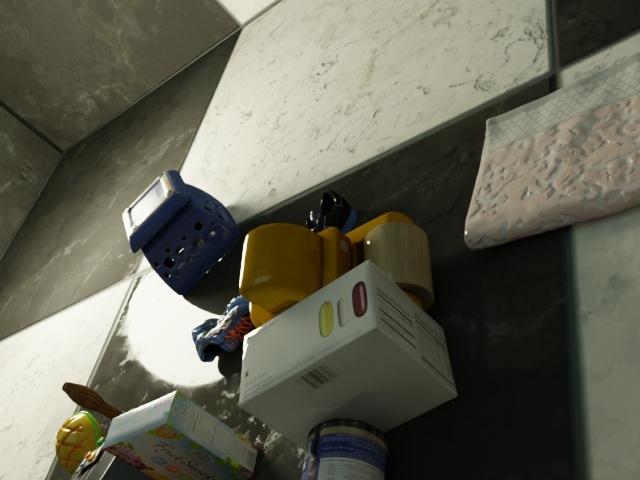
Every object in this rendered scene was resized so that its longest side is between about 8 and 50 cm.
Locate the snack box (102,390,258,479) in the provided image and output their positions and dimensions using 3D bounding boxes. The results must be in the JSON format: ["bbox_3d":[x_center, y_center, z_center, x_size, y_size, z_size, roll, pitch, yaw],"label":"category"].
[{"bbox_3d":[-0.243,0.364,1.291,0.174,0.207,0.070,-26,37,30],"label":"snack box"}]

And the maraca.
[{"bbox_3d":[-0.536,0.476,1.645,0.127,0.099,0.185,-33,59,26],"label":"maraca"}]

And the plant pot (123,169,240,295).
[{"bbox_3d":[-0.378,-0.036,1.922,0.236,0.212,0.236,-45,31,4],"label":"plant pot"}]

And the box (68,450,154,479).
[{"bbox_3d":[-0.430,0.508,1.385,0.184,0.103,0.261,-38,12,23],"label":"box"}]

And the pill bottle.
[{"bbox_3d":[0.029,0.372,1.024,0.123,0.123,0.219,-26,37,32],"label":"pill bottle"}]

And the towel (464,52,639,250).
[{"bbox_3d":[0.405,-0.147,1.226,0.332,0.053,0.317,-20,40,40],"label":"towel"}]

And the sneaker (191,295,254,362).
[{"bbox_3d":[-0.184,0.192,1.561,0.221,0.083,0.087,-36,45,28],"label":"sneaker"}]

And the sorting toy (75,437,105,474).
[{"bbox_3d":[-0.464,0.433,1.493,0.062,0.012,0.083,-38,12,14],"label":"sorting toy"}]

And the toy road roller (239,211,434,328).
[{"bbox_3d":[0.009,0.062,1.273,0.330,0.241,0.202,-26,45,30],"label":"toy road roller"}]

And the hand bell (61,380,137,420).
[{"bbox_3d":[-0.424,0.352,1.497,0.126,0.242,0.126,-33,33,25],"label":"hand bell"}]

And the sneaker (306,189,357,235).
[{"bbox_3d":[0.000,0.000,1.523,0.081,0.090,0.232,-15,43,42],"label":"sneaker"}]

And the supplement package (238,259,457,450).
[{"bbox_3d":[0.038,0.193,1.139,0.262,0.204,0.145,-34,32,23],"label":"supplement package"}]
